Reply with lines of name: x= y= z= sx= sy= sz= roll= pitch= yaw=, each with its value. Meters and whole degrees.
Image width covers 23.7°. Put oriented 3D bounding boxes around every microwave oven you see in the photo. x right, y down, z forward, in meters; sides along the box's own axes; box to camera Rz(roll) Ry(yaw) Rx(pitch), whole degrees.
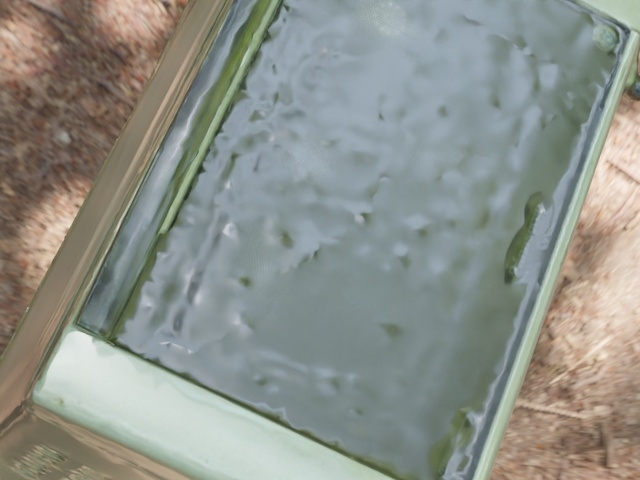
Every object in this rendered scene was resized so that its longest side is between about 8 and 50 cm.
microwave oven: x=0.000 y=0.000 z=0.868 sx=0.247 sy=0.333 sz=0.394 roll=29 pitch=64 yaw=-11
